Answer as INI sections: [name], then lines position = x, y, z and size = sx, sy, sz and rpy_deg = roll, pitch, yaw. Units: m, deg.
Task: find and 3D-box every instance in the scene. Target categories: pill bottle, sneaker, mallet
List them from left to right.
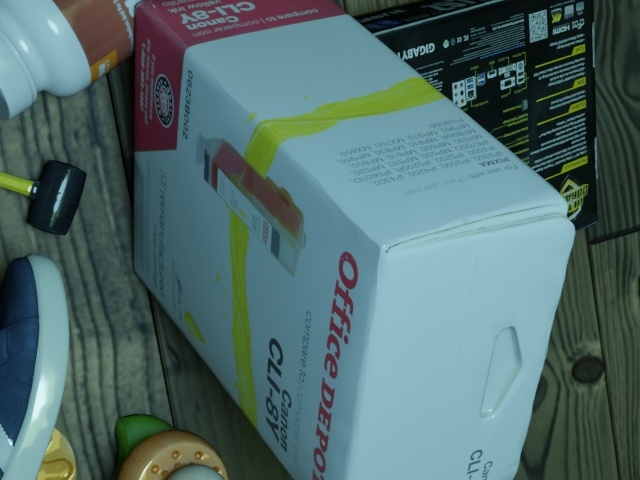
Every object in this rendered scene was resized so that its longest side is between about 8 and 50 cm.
[sneaker]
position = -0.301, 0.170, 1.150
size = 0.148, 0.131, 0.350
rpy_deg = 16, 81, -19
[mallet]
position = -0.293, -0.049, 1.237
size = 0.189, 0.039, 0.062
rpy_deg = 11, 92, -24
[pill bottle]
position = -0.200, -0.197, 1.222
size = 0.216, 0.121, 0.121
rpy_deg = -39, 111, -20

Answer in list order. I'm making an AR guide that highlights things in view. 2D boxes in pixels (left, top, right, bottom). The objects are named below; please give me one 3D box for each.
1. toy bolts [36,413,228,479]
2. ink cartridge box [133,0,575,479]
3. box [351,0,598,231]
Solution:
[toy bolts]
position = -0.193, 0.264, 1.245
size = 0.218, 0.158, 0.228
rpy_deg = 13, 88, -29
[ink cartridge box]
position = 0.000, 0.000, 1.155
size = 0.160, 0.385, 0.279
rpy_deg = -14, 129, -27
[box]
position = 0.137, -0.101, 1.379
size = 0.322, 0.079, 0.257
rpy_deg = -22, 117, -40
